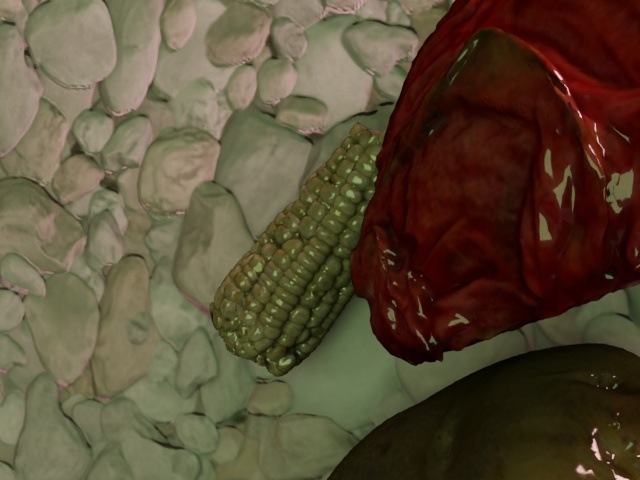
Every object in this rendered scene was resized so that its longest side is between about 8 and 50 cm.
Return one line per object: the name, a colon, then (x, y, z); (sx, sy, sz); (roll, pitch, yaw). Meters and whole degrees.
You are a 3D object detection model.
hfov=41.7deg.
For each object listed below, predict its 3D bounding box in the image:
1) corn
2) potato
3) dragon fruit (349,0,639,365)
corn: (0.000, 0.000, 0.609); (0.087, 0.087, 0.211); (39, 101, 16)
potato: (0.092, 0.208, 0.510); (0.351, 0.202, 0.218); (-36, 76, 21)
dragon fruit: (0.163, -0.031, 0.470); (0.330, 0.302, 0.240); (-44, 109, 12)
